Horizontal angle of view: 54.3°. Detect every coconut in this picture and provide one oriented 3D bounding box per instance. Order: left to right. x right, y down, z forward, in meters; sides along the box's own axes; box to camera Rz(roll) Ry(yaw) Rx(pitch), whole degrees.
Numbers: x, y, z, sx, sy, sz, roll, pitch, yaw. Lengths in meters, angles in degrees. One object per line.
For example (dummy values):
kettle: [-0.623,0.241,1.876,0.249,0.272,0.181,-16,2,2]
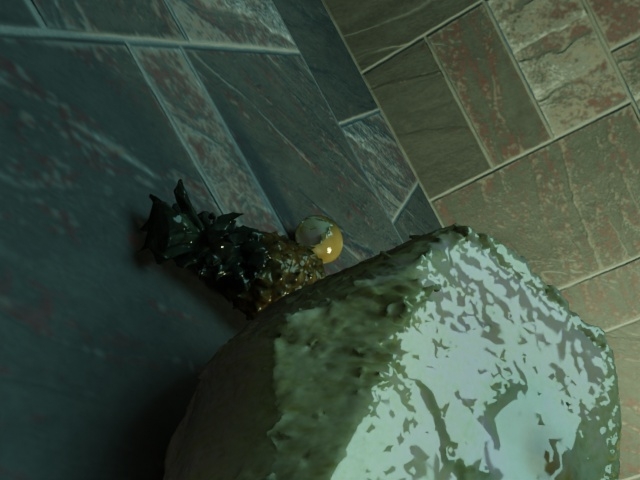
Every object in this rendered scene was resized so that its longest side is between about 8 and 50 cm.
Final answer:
coconut: [0.056,0.215,0.575,0.404,0.404,0.405,50,24,-32]

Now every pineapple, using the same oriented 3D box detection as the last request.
pineapple: [-0.102,0.024,0.752,0.248,0.128,0.128,33,35,-44]

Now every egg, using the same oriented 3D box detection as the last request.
egg: [0.000,0.000,1.071,0.096,0.080,0.080,37,32,-62]
